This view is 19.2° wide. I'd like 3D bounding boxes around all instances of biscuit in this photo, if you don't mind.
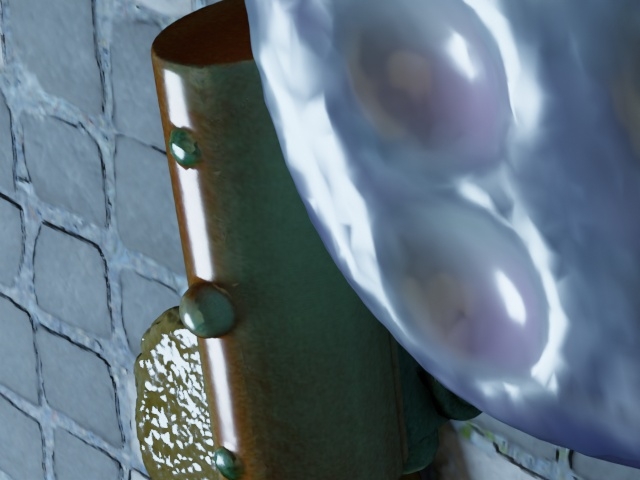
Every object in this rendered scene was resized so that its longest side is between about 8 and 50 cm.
[{"bbox_3d":[-0.024,0.131,1.094,0.226,0.042,0.226,23,126,36],"label":"biscuit"}]

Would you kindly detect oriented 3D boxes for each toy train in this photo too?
[{"bbox_3d":[0.000,0.000,0.887,0.116,0.177,0.285,18,126,39],"label":"toy train"}]

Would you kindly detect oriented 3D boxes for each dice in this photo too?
[{"bbox_3d":[0.155,-0.095,0.598,0.270,0.271,0.270,8,118,43],"label":"dice"}]
